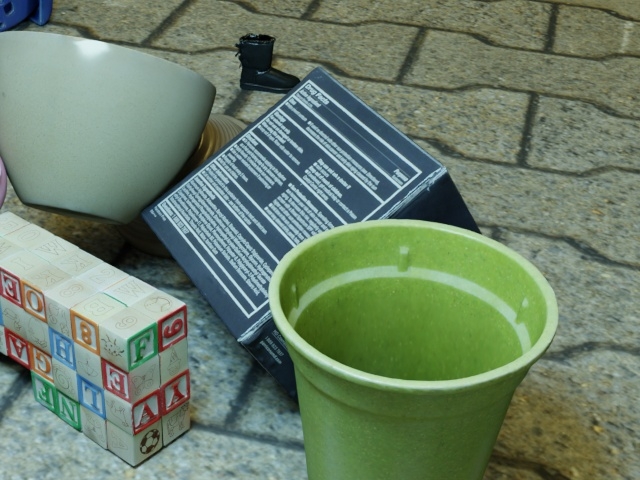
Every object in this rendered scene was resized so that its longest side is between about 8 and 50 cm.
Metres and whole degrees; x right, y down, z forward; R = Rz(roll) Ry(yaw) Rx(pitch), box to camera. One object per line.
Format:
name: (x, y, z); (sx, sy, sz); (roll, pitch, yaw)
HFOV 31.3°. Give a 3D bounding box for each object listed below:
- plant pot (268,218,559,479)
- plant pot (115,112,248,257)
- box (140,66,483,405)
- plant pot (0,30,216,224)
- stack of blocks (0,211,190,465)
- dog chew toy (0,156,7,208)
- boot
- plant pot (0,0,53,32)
plant pot: (0.082, 0.157, 1.155); (0.276, 0.254, 0.276); (2, 32, -1)
plant pot: (-0.199, -0.102, 1.586); (0.237, 0.109, 0.237); (-9, 55, 13)
box: (-0.006, -0.006, 1.369); (0.294, 0.183, 0.296); (-40, 43, -3)
plant pot: (-0.285, -0.124, 1.418); (0.284, 0.191, 0.284); (10, -5, 1)
stack of blocks: (-0.283, 0.103, 1.285); (0.297, 0.171, 0.087); (25, 38, 32)
dog chew toy: (-0.512, -0.047, 1.394); (0.332, 0.206, 0.206); (-15, 21, 32)
boot: (-0.092, -0.316, 2.034); (0.121, 0.099, 0.045); (4, 34, 2)
plant pot: (-0.651, -0.539, 2.224); (0.212, 0.236, 0.236); (-15, 35, -35)
